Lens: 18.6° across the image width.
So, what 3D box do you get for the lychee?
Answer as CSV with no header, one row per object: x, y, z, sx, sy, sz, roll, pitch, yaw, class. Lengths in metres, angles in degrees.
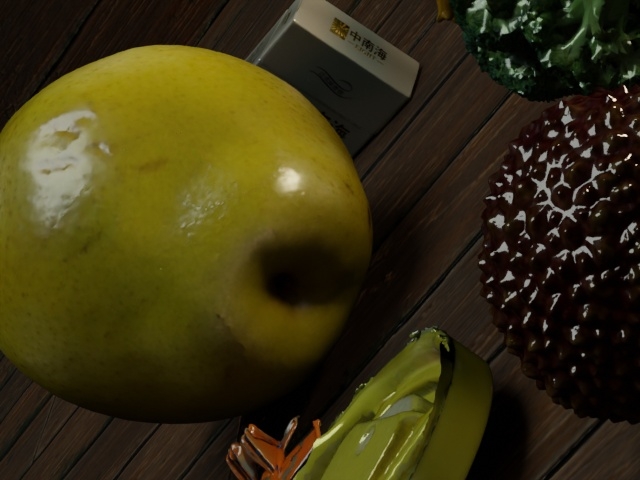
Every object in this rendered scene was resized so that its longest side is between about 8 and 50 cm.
0.169,0.009,1.057,0.188,0.188,0.188,-53,14,19,lychee

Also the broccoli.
0.192,-0.214,1.280,0.270,0.270,0.270,94,-160,-62,broccoli

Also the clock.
0.030,0.197,1.323,0.293,0.071,0.277,-59,9,-10,clock

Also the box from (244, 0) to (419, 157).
-0.023,-0.144,2.120,0.243,0.155,0.067,-47,18,42,box

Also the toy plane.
-0.035,0.217,1.563,0.135,0.062,0.188,-52,28,21,toy plane

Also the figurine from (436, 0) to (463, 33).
0.132,-0.277,1.849,0.122,0.176,0.121,-8,52,58,figurine

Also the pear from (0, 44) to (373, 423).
-0.139,-0.003,1.800,0.418,0.362,0.362,21,77,46,pear
